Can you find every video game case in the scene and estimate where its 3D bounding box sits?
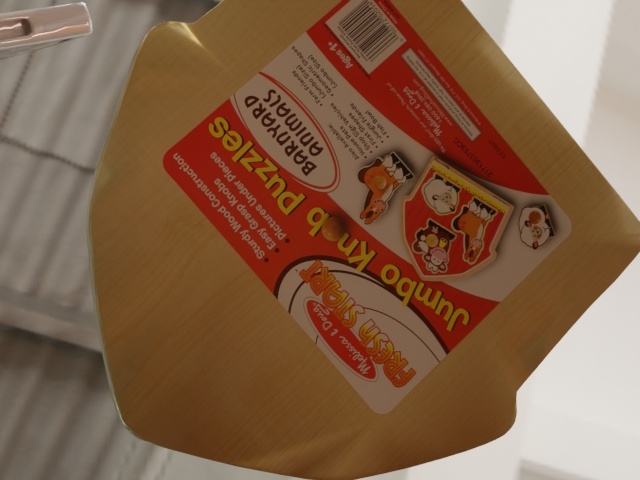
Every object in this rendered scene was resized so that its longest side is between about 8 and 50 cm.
[{"bbox_3d":[-0.208,-0.079,0.666,0.143,0.157,0.019,-21,-79,-50],"label":"video game case"}]

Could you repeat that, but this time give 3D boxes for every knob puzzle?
[{"bbox_3d":[0.000,0.000,0.528,0.213,0.030,0.213,1,-95,-17],"label":"knob puzzle"}]
